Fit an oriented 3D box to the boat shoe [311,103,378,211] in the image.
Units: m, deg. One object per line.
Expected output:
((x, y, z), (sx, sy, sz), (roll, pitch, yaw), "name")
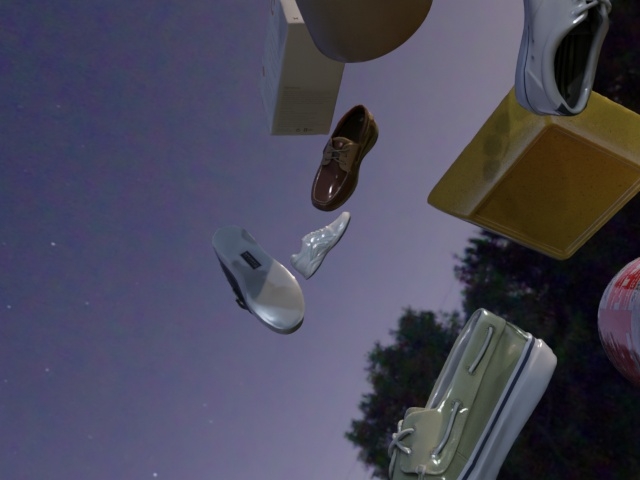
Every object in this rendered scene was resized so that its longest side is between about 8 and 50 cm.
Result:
((0.053, -0.227, 1.839), (0.116, 0.123, 0.324), (66, -138, -57), "boat shoe")

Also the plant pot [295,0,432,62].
((0.038, -0.498, 1.214), (0.274, 0.256, 0.256), (40, -111, -56), "plant pot")

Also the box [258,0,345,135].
((-0.048, -0.474, 1.809), (0.345, 0.168, 0.215), (105, 157, -48), "box")

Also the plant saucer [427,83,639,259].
((0.417, -0.102, 1.236), (0.332, 0.333, 0.081), (-56, 22, 37), "plant saucer")

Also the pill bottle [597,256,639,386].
((0.521, 0.118, 0.962), (0.408, 0.229, 0.229), (24, -96, -77), "pill bottle")

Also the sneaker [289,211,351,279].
((0.000, 0.000, 1.319), (0.152, 0.061, 0.054), (-51, -5, -2), "sneaker")

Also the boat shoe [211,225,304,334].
((-0.132, 0.098, 1.426), (0.113, 0.306, 0.105), (-29, -38, -25), "boat shoe")

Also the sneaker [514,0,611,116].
((0.270, -0.259, 0.738), (0.094, 0.091, 0.258), (-13, -66, -19), "sneaker")

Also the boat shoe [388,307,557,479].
((0.113, 0.196, 0.645), (0.302, 0.094, 0.109), (-50, -8, -30), "boat shoe")
